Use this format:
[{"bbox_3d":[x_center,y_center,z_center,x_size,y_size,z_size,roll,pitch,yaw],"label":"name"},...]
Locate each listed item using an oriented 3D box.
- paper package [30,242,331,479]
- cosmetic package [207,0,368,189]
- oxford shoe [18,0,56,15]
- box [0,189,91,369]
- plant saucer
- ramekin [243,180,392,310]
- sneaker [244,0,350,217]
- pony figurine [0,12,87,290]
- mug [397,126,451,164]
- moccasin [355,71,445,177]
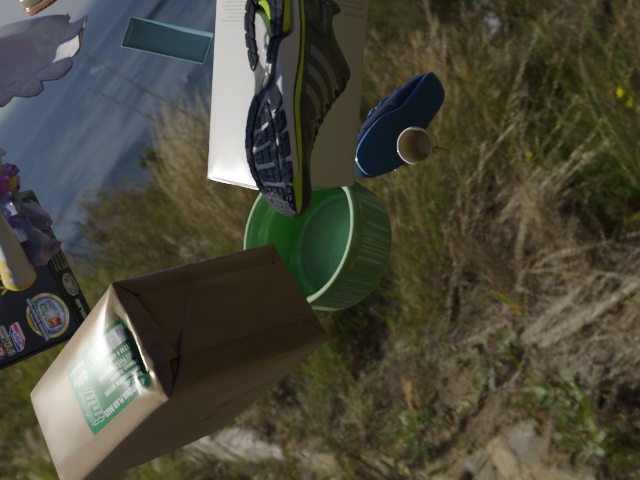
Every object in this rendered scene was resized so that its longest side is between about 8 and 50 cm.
[{"bbox_3d":[-0.202,0.177,1.203,0.309,0.168,0.325,-15,-22,-47],"label":"paper package"},{"bbox_3d":[-0.047,-0.266,1.320,0.155,0.197,0.365,15,103,41],"label":"cosmetic package"},{"bbox_3d":[-0.484,-0.573,1.616,0.348,0.130,0.123,-41,33,24],"label":"oxford shoe"},{"bbox_3d":[-0.551,0.076,1.520,0.216,0.270,0.060,-23,5,14],"label":"box"},{"bbox_3d":[-0.301,-0.394,1.700,0.018,0.192,0.067,36,-109,-72],"label":"plant saucer"},{"bbox_3d":[0.000,0.000,1.748,0.303,0.148,0.303,-14,69,40],"label":"ramekin"},{"bbox_3d":[-0.019,-0.178,1.077,0.111,0.121,0.300,9,99,56],"label":"sneaker"},{"bbox_3d":[-0.442,-0.108,1.005,0.351,0.363,0.303,4,42,16],"label":"pony figurine"},{"bbox_3d":[0.175,-0.156,1.454,0.062,0.078,0.064,-44,-13,24],"label":"mug"},{"bbox_3d":[0.160,-0.245,1.920,0.117,0.137,0.342,-6,31,49],"label":"moccasin"}]
